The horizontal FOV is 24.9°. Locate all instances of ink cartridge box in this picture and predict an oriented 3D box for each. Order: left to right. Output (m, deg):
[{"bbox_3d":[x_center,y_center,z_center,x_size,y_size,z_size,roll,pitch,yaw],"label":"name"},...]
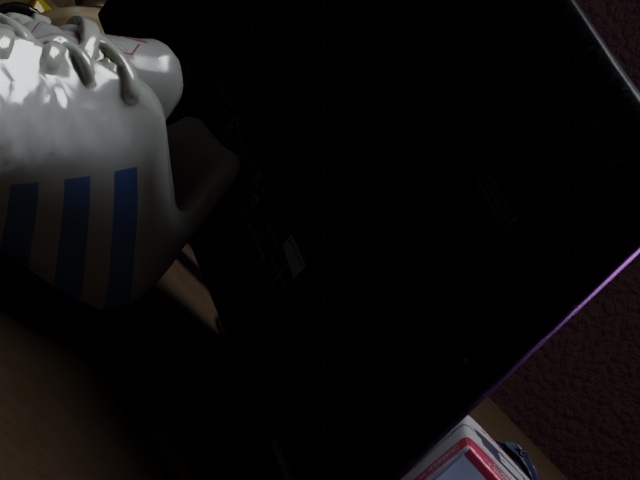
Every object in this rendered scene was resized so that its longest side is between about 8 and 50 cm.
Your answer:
[{"bbox_3d":[0.132,0.233,1.093,0.172,0.100,0.237,48,3,4],"label":"ink cartridge box"}]

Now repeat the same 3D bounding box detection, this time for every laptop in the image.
[{"bbox_3d":[0.044,-0.019,0.839,0.236,0.408,0.382,10,43,-41],"label":"laptop"}]

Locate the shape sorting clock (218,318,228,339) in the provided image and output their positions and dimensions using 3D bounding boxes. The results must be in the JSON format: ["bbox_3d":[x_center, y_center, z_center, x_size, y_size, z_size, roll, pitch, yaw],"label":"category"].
[{"bbox_3d":[0.012,0.105,1.179,0.206,0.040,0.206,22,7,-3],"label":"shape sorting clock"}]

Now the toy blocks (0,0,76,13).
[{"bbox_3d":[-0.187,-0.273,1.533,0.381,0.261,0.191,45,4,-40],"label":"toy blocks"}]

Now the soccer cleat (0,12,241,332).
[{"bbox_3d":[-0.148,-0.065,0.649,0.116,0.143,0.331,49,4,27],"label":"soccer cleat"}]

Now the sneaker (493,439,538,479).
[{"bbox_3d":[0.235,0.309,1.638,0.226,0.086,0.163,48,6,23],"label":"sneaker"}]

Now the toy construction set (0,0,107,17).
[{"bbox_3d":[-0.161,-0.235,1.275,0.257,0.309,0.237,48,-6,-22],"label":"toy construction set"}]

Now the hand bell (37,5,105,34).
[{"bbox_3d":[-0.153,-0.040,0.916,0.126,0.126,0.242,46,17,-31],"label":"hand bell"}]
